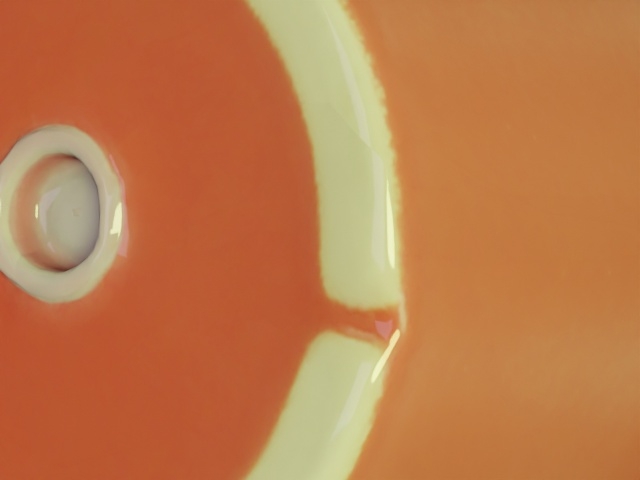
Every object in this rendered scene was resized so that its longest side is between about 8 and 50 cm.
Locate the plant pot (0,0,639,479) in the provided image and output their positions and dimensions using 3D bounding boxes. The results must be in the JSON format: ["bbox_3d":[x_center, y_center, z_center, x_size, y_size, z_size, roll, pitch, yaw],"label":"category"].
[{"bbox_3d":[0.000,0.000,0.507,0.275,0.243,0.275,-1,89,33],"label":"plant pot"}]
